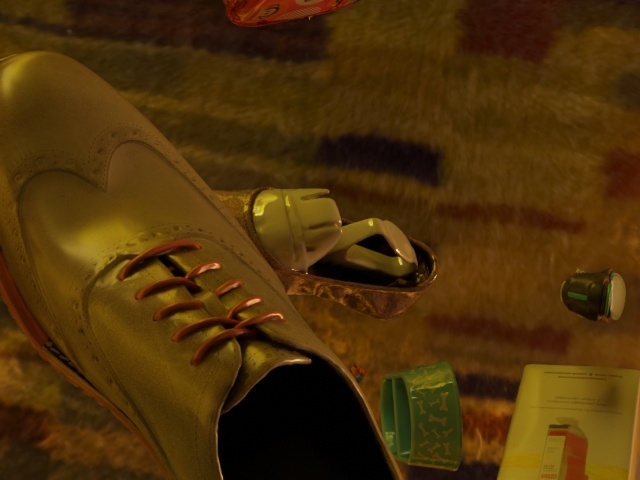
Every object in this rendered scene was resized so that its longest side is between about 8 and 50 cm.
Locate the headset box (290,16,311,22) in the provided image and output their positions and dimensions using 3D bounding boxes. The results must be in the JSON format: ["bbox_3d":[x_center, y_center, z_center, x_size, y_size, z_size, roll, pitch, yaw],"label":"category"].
[{"bbox_3d":[-0.028,-0.351,1.497,0.032,0.062,0.083,-6,113,24],"label":"headset box"}]

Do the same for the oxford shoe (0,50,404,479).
[{"bbox_3d":[-0.058,0.045,0.571,0.140,0.146,0.397,-33,83,-28],"label":"oxford shoe"}]

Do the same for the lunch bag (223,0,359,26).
[{"bbox_3d":[0.019,-0.377,1.286,0.258,0.293,0.120,-17,78,-29],"label":"lunch bag"}]

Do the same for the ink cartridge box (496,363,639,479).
[{"bbox_3d":[0.309,0.373,1.336,0.160,0.385,0.279,1,118,20],"label":"ink cartridge box"}]

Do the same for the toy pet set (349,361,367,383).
[{"bbox_3d":[0.004,0.200,1.564,0.122,0.114,0.065,-40,88,12],"label":"toy pet set"}]

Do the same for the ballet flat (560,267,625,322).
[{"bbox_3d":[0.337,0.066,1.353,0.074,0.203,0.074,-1,87,21],"label":"ballet flat"}]

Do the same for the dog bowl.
[{"bbox_3d":[0.151,0.274,1.690,0.074,0.297,0.166,-3,82,-6],"label":"dog bowl"}]

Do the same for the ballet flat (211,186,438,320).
[{"bbox_3d":[0.000,0.000,1.046,0.106,0.316,0.107,-31,59,35],"label":"ballet flat"}]
